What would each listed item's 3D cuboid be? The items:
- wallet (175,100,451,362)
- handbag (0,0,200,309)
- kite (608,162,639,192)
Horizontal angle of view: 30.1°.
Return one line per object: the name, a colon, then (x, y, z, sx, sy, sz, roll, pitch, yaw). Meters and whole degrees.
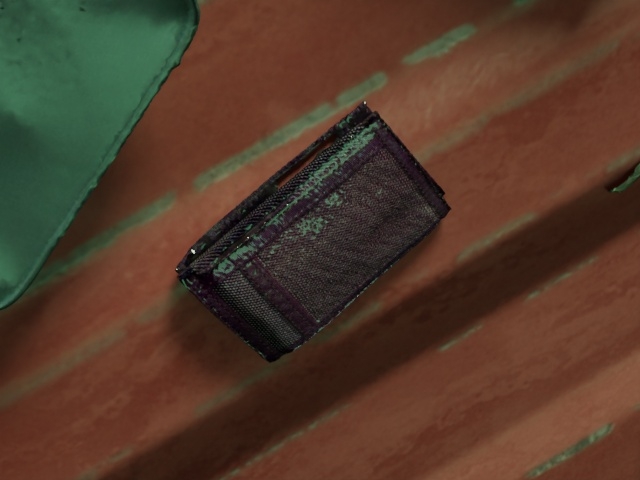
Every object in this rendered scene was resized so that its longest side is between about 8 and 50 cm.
wallet: (0.000, 0.001, 0.772, 0.166, 0.030, 0.111, -41, 125, 4)
handbag: (-0.193, -0.083, 0.627, 0.179, 0.062, 0.229, 27, 107, -30)
kite: (0.266, -0.085, 0.848, 0.157, 0.011, 0.139, -42, 123, 3)
